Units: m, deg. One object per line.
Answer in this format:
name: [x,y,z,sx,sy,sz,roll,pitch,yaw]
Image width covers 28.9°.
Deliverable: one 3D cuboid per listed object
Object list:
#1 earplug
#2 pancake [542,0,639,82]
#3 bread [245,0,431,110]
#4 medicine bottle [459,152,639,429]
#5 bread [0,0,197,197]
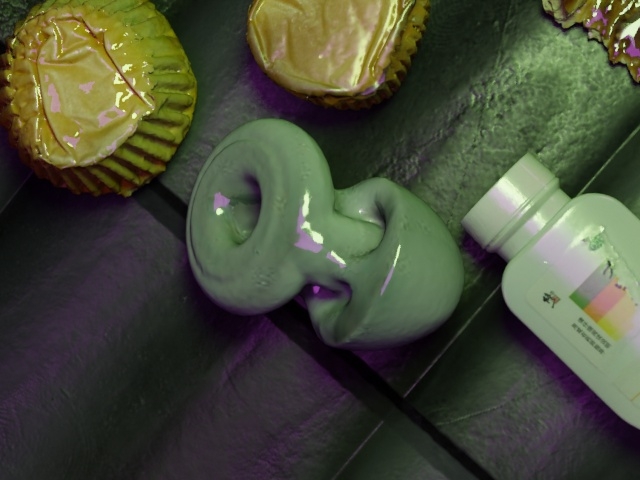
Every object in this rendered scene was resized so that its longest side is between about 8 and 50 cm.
earplug: [-0.005,0.000,1.318,0.325,0.175,0.214,25,101,19]
pancake: [0.367,-0.261,1.281,0.266,0.057,0.244,-19,89,10]
bread: [0.024,-0.237,1.328,0.199,0.104,0.199,-1,88,14]
medicine bottle: [0.285,0.047,1.281,0.161,0.111,0.296,-45,82,9]
bread: [-0.257,-0.169,1.367,0.240,0.139,0.240,0,88,12]
